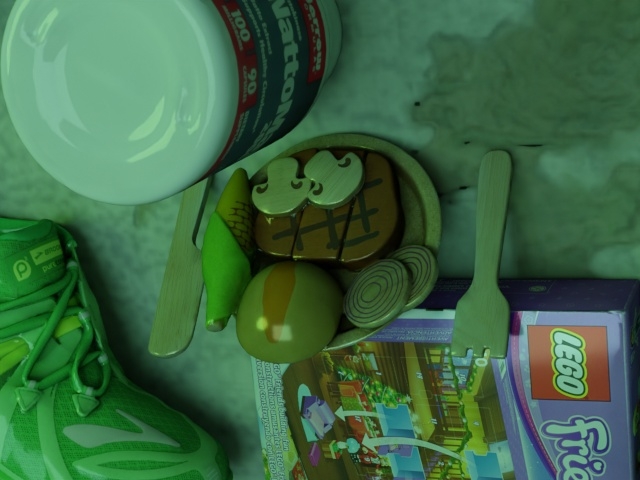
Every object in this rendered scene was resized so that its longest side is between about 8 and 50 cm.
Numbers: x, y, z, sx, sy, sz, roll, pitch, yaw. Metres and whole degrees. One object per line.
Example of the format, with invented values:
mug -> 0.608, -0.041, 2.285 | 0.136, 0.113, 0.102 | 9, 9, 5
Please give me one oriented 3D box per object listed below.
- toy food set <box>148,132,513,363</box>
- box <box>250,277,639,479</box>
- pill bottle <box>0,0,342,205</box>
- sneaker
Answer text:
toy food set -> 0.000, 0.000, 0.631 | 0.192, 0.038, 0.132 | -2, 64, 21
box -> 0.075, 0.166, 0.677 | 0.200, 0.057, 0.293 | 0, 106, 22
pill bottle -> -0.056, -0.088, 0.583 | 0.108, 0.180, 0.108 | 6, 108, 19
sneaker -> -0.174, 0.057, 0.712 | 0.295, 0.109, 0.123 | 35, 119, 8
